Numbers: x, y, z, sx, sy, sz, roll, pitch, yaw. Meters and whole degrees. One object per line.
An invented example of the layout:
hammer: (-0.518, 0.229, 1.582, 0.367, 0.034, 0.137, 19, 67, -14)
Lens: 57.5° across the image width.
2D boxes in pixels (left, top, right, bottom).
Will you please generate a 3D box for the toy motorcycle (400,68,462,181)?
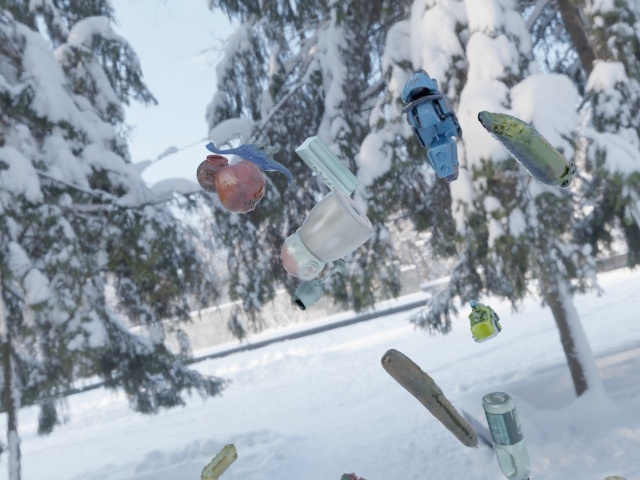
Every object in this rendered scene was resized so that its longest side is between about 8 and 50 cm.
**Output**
toy motorcycle: (0.377, -0.400, 1.995, 0.172, 0.415, 0.232, -16, -4, 24)

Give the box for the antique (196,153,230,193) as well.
antique: (-0.277, -0.171, 1.536, 0.104, 0.104, 0.104, -14, -8, -2)

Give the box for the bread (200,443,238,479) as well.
bread: (-0.190, 0.424, 1.105, 0.088, 0.033, 0.049, -46, 11, -6)

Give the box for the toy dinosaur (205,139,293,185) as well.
toy dinosaur: (-0.207, -0.240, 1.786, 0.188, 0.247, 0.075, -34, -14, -44)

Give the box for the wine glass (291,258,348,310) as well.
wine glass: (-0.004, 0.139, 1.863, 0.195, 0.079, 0.079, -40, 3, -25)

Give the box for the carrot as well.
carrot: (0.278, 0.387, 1.412, 0.070, 0.342, 0.070, -44, 8, 7)

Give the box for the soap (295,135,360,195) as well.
soap: (0.029, -0.302, 2.392, 0.087, 0.265, 0.160, -46, 16, -7)

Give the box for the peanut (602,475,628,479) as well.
peanut: (0.941, 0.869, 1.761, 0.140, 0.325, 0.153, -27, 3, -12)

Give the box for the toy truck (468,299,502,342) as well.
toy truck: (0.402, 0.197, 1.465, 0.076, 0.077, 0.111, -33, 21, 24)

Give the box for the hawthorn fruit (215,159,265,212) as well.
hawthorn fruit: (-0.184, -0.126, 1.346, 0.128, 0.128, 0.128, -14, -8, -2)

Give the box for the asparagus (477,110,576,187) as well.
asparagus: (0.634, -0.286, 1.779, 0.382, 0.108, 0.128, 32, 1, -31)

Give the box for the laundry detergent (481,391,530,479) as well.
laundry detergent: (0.417, 0.454, 1.285, 0.070, 0.225, 0.099, -15, 0, -8)

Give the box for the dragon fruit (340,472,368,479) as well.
dragon fruit: (0.137, 0.940, 1.962, 0.237, 0.302, 0.231, -1, -51, -25)

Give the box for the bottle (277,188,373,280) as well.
bottle: (0.000, 0.000, 1.433, 0.236, 0.147, 0.147, -41, -15, 13)
